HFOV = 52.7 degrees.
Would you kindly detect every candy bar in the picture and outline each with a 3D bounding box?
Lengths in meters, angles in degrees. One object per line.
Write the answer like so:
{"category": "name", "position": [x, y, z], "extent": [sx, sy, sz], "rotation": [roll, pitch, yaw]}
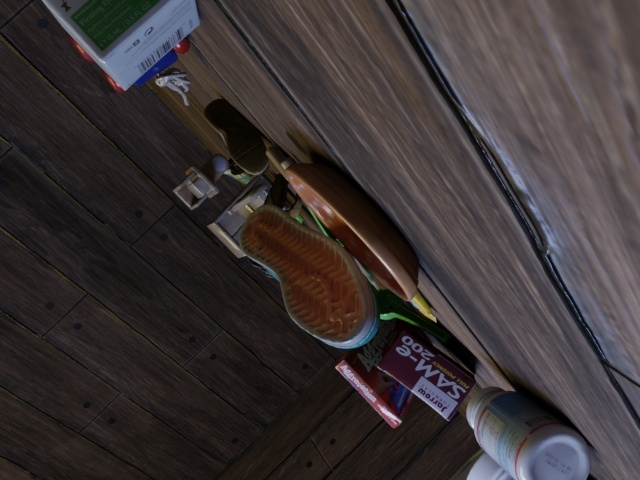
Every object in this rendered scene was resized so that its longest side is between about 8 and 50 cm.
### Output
{"category": "candy bar", "position": [0.107, 0.053, 0.859], "extent": [0.161, 0.018, 0.040], "rotation": [48, 176, -33]}

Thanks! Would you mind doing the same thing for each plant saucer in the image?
{"category": "plant saucer", "position": [0.040, -0.016, 0.716], "extent": [0.200, 0.037, 0.200], "rotation": [46, 176, 5]}

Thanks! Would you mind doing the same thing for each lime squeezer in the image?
{"category": "lime squeezer", "position": [0.080, 0.070, 1.057], "extent": [0.310, 0.059, 0.110], "rotation": [46, 177, 19]}

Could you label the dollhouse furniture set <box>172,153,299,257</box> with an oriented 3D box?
{"category": "dollhouse furniture set", "position": [-0.096, -0.093, 1.324], "extent": [0.303, 0.174, 0.355], "rotation": [46, 153, -14]}

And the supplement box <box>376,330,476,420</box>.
{"category": "supplement box", "position": [0.176, 0.210, 1.036], "extent": [0.130, 0.073, 0.239], "rotation": [35, 180, 15]}

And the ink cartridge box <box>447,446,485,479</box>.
{"category": "ink cartridge box", "position": [0.382, 0.517, 1.152], "extent": [0.307, 0.223, 0.129], "rotation": [46, 176, 12]}

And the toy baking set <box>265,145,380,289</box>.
{"category": "toy baking set", "position": [0.015, -0.032, 0.920], "extent": [0.256, 0.030, 0.197], "rotation": [51, -179, 0]}

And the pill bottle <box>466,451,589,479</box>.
{"category": "pill bottle", "position": [0.357, 0.425, 0.938], "extent": [0.283, 0.161, 0.161], "rotation": [43, 175, 45]}

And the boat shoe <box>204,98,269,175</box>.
{"category": "boat shoe", "position": [-0.116, -0.150, 0.956], "extent": [0.152, 0.056, 0.049], "rotation": [55, -174, 26]}

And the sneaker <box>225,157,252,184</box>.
{"category": "sneaker", "position": [-0.194, -0.164, 1.589], "extent": [0.073, 0.063, 0.162], "rotation": [45, 178, -29]}

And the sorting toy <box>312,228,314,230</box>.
{"category": "sorting toy", "position": [0.000, 0.000, 1.540], "extent": [0.062, 0.012, 0.083], "rotation": [45, 176, 27]}

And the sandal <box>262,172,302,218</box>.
{"category": "sandal", "position": [-0.061, -0.060, 1.064], "extent": [0.060, 0.090, 0.219], "rotation": [25, -175, -5]}

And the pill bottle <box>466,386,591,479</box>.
{"category": "pill bottle", "position": [0.238, 0.232, 0.769], "extent": [0.087, 0.087, 0.160], "rotation": [47, 177, -14]}

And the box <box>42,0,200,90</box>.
{"category": "box", "position": [-0.172, -0.205, 0.564], "extent": [0.087, 0.101, 0.102], "rotation": [47, 175, -4]}

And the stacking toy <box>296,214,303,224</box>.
{"category": "stacking toy", "position": [-0.098, -0.025, 1.637], "extent": [0.167, 0.052, 0.221], "rotation": [41, 143, 34]}

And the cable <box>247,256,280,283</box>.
{"category": "cable", "position": [-0.089, 0.049, 1.287], "extent": [0.184, 0.047, 0.150], "rotation": [44, 154, -10]}

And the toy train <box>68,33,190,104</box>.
{"category": "toy train", "position": [-0.233, -0.258, 0.774], "extent": [0.143, 0.105, 0.248], "rotation": [56, 178, 9]}

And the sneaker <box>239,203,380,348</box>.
{"category": "sneaker", "position": [0.004, 0.050, 0.855], "extent": [0.121, 0.108, 0.302], "rotation": [34, -174, -39]}

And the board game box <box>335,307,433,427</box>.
{"category": "board game box", "position": [0.127, 0.212, 1.201], "extent": [0.145, 0.027, 0.281], "rotation": [45, -152, 0]}
